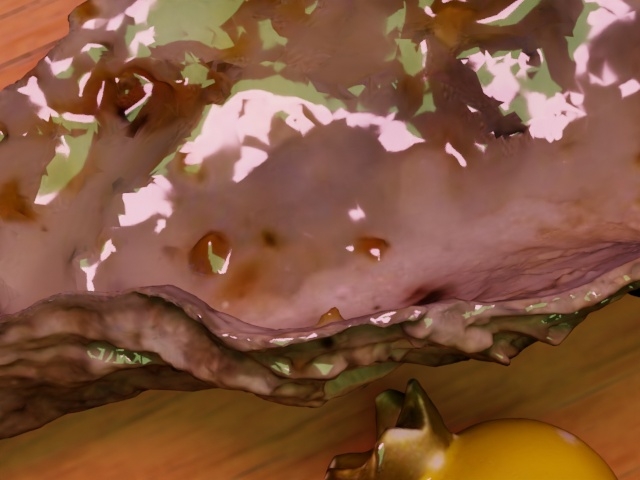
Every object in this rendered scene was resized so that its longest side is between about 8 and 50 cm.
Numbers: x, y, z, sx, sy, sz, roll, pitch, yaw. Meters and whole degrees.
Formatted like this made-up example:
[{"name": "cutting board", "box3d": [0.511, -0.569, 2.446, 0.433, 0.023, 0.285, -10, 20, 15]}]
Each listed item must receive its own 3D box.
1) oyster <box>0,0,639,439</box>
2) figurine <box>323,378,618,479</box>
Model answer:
[{"name": "oyster", "box3d": [-0.016, -0.017, 0.745, 0.396, 0.111, 0.204, -12, 53, 3]}, {"name": "figurine", "box3d": [0.083, 0.175, 0.764, 0.234, 0.127, 0.185, 32, 96, -17]}]
